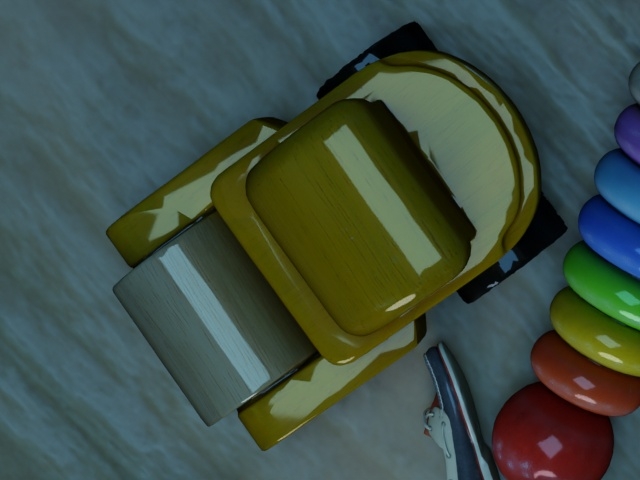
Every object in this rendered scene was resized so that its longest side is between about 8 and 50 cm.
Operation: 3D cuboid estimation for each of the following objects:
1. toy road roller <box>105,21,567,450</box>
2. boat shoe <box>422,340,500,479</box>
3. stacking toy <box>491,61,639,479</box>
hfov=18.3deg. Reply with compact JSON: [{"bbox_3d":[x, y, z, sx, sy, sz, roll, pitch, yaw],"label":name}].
[{"bbox_3d":[0.000,0.000,1.391,0.329,0.240,0.202,-36,88,12],"label":"toy road roller"},{"bbox_3d":[0.099,0.144,1.489,0.043,0.049,0.137,-17,98,14],"label":"boat shoe"},{"bbox_3d":[0.220,0.042,1.416,0.141,0.141,0.330,27,104,7],"label":"stacking toy"}]
